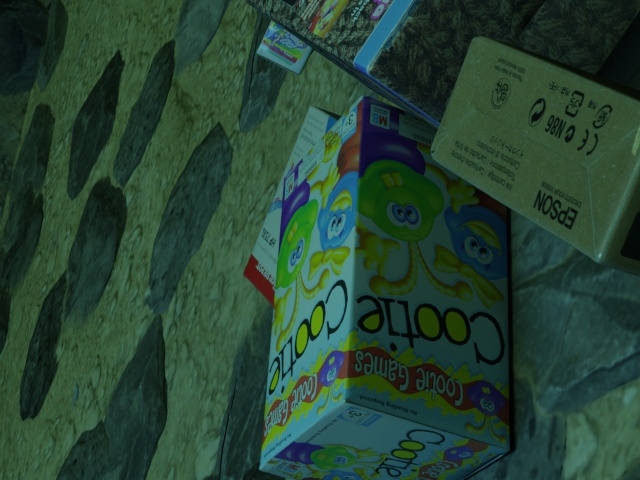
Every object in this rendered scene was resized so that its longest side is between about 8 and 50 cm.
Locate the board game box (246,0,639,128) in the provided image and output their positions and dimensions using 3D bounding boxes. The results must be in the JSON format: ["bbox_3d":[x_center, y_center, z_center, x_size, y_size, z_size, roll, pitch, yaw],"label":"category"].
[{"bbox_3d":[0.100,-0.209,1.103,0.232,0.141,0.291,-55,26,5],"label":"board game box"}]

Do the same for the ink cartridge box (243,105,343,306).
[{"bbox_3d":[0.000,0.000,1.454,0.231,0.078,0.134,-68,23,7],"label":"ink cartridge box"}]

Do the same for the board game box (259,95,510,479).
[{"bbox_3d":[0.053,0.050,1.209,0.144,0.142,0.275,-45,34,48],"label":"board game box"}]

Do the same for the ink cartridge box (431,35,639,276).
[{"bbox_3d":[0.198,-0.034,0.878,0.088,0.193,0.235,-69,22,10],"label":"ink cartridge box"}]

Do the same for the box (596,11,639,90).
[{"bbox_3d":[0.239,-0.244,1.130,0.232,0.058,0.322,-55,27,33],"label":"box"}]

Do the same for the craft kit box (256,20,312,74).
[{"bbox_3d":[0.025,-0.312,1.571,0.250,0.061,0.246,-63,5,18],"label":"craft kit box"}]
